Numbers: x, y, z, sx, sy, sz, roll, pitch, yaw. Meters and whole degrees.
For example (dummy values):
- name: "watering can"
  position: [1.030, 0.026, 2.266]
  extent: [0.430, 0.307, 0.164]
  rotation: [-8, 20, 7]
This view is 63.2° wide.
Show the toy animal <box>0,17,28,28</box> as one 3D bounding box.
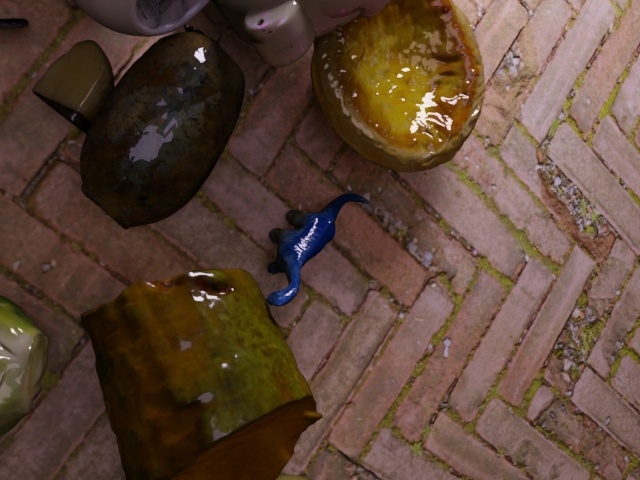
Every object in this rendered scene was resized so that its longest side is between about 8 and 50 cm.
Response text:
- name: "toy animal"
  position: [-0.555, -0.345, 0.591]
  extent: [0.301, 0.225, 0.284]
  rotation: [-20, 120, -5]

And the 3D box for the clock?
- name: "clock"
  position: [-0.009, -0.385, 0.694]
  extent: [0.309, 0.284, 0.114]
  rotation: [-43, 145, -1]

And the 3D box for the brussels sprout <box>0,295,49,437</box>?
- name: "brussels sprout"
  position: [-0.446, 0.154, 0.616]
  extent: [0.223, 0.161, 0.223]
  rotation: [9, 66, -21]

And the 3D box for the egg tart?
- name: "egg tart"
  position: [0.111, -0.260, 0.813]
  extent: [0.318, 0.128, 0.319]
  rotation: [-1, 93, -22]

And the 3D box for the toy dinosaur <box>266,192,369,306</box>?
- name: "toy dinosaur"
  position: [0.000, 0.000, 0.753]
  extent: [0.247, 0.188, 0.075]
  rotation: [-34, 111, -17]

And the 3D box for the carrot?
- name: "carrot"
  position: [-0.142, 0.193, 0.653]
  extent: [0.241, 0.241, 0.341]
  rotation: [-23, 77, -18]

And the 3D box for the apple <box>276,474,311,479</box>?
- name: "apple"
  position: [-0.048, 0.453, 0.762]
  extent: [0.199, 0.200, 0.200]
  rotation: [-1, 93, -20]

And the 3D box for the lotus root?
- name: "lotus root"
  position: [-0.205, -0.143, 0.688]
  extent: [0.160, 0.152, 0.275]
  rotation: [34, 82, -25]

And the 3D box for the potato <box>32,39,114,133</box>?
- name: "potato"
  position: [-0.307, -0.202, 0.689]
  extent: [0.096, 0.066, 0.103]
  rotation: [35, 85, 21]

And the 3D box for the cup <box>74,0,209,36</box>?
- name: "cup"
  position: [-0.262, -0.398, 0.581]
  extent: [0.212, 0.212, 0.317]
  rotation: [-42, 89, -13]
